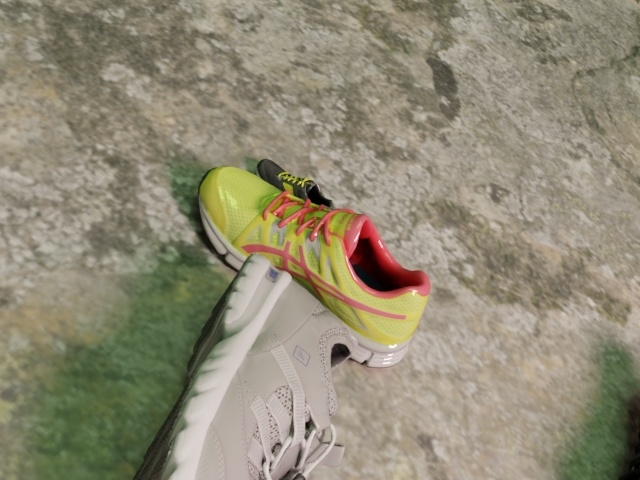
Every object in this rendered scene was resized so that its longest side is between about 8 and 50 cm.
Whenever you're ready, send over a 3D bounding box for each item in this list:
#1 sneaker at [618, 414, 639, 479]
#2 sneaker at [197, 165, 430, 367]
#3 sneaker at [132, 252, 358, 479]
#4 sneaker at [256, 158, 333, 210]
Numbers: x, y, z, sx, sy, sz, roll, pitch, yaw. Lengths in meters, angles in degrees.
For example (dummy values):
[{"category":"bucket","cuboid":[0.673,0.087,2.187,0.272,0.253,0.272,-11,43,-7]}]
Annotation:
[{"category":"sneaker","cuboid":[0.277,0.187,0.719,0.135,0.097,0.276,23,44,-16]},{"category":"sneaker","cuboid":[0.000,0.000,0.725,0.208,0.094,0.081,37,43,5]},{"category":"sneaker","cuboid":[-0.036,0.120,0.579,0.115,0.105,0.281,28,41,-7]},{"category":"sneaker","cuboid":[-0.019,-0.043,0.798,0.083,0.035,0.031,44,42,12]}]
